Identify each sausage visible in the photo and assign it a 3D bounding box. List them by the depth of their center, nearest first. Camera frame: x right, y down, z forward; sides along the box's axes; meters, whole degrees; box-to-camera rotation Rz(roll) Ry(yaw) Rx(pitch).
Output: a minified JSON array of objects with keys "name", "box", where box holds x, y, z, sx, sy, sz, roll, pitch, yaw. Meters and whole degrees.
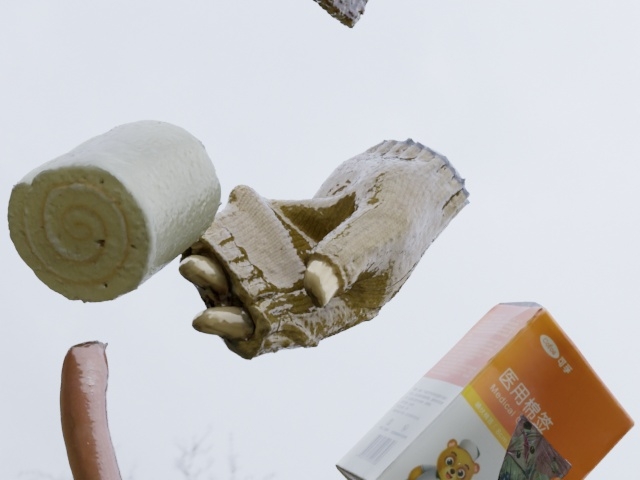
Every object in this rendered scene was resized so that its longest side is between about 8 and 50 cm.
[{"name":"sausage","box":[-0.163,0.162,0.915,0.040,0.047,0.177,98,-23,-75]}]

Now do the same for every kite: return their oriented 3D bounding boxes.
[{"name":"kite","box":[0.209,0.244,1.221,0.005,0.153,0.137,7,-27,-24]}]

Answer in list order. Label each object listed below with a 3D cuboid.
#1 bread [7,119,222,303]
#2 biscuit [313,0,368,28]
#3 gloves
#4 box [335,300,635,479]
[{"name":"bread","box":[-0.183,-0.029,1.116,0.148,0.141,0.134,0,-68,24]},{"name":"biscuit","box":[-0.013,-0.324,1.252,0.025,0.131,0.231,3,-20,43]},{"name":"gloves","box":[0.008,0.010,1.272,0.203,0.356,0.155,16,-57,45]},{"name":"box","box":[0.225,0.271,1.657,0.225,0.341,0.143,50,-13,-14]}]
